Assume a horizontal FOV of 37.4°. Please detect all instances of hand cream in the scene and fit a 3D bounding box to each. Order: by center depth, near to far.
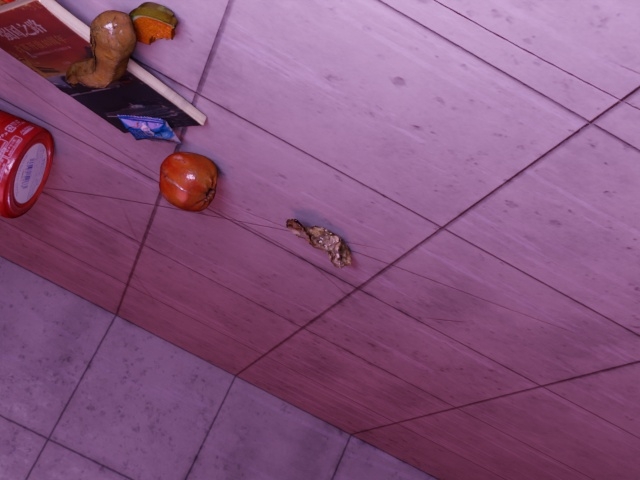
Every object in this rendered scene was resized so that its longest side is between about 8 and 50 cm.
[{"bbox_3d":[-0.702,-0.170,2.091,0.149,0.230,0.230,22,159,7],"label":"hand cream"}]

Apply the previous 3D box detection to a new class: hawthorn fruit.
[{"bbox_3d":[-0.263,-0.116,1.872,0.128,0.128,0.128,22,159,9],"label":"hawthorn fruit"}]

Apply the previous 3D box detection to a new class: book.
[{"bbox_3d":[-0.413,-0.301,1.681,0.262,0.028,0.374,3,156,46],"label":"book"}]

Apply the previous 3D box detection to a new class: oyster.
[{"bbox_3d":[0.004,0.004,1.941,0.177,0.056,0.105,37,168,-25],"label":"oyster"}]

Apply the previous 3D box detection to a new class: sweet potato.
[{"bbox_3d":[-0.344,-0.296,1.509,0.081,0.062,0.233,35,151,-14],"label":"sweet potato"}]

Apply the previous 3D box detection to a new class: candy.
[{"bbox_3d":[-0.315,-0.206,1.758,0.088,0.038,0.136,3,168,8],"label":"candy"}]

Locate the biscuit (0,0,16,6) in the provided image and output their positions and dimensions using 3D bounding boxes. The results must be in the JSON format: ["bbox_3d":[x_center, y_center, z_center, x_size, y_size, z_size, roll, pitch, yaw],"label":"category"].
[{"bbox_3d":[-0.523,-0.404,1.598,0.165,0.036,0.250,28,159,-11],"label":"biscuit"}]

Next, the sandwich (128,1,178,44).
[{"bbox_3d":[-0.263,-0.338,1.469,0.067,0.029,0.135,41,156,-30],"label":"sandwich"}]
